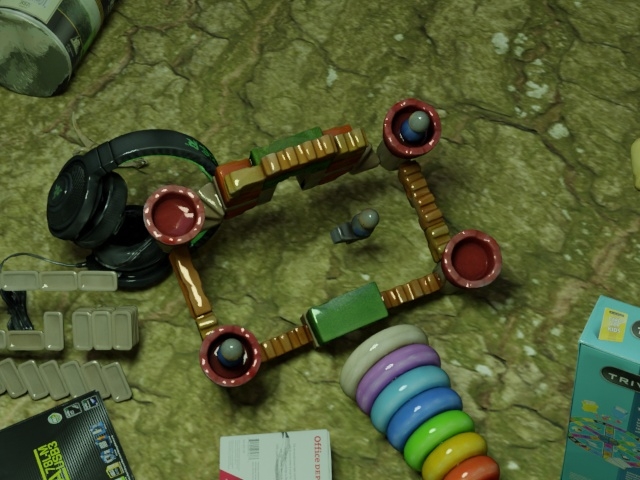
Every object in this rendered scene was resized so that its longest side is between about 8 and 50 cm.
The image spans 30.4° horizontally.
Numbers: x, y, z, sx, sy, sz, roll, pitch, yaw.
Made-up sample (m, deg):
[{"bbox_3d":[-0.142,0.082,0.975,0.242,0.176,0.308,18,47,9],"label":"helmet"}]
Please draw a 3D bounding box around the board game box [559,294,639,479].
[{"bbox_3d":[0.433,0.233,1.425,0.254,0.336,0.079,19,54,21],"label":"board game box"}]

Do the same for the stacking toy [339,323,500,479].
[{"bbox_3d":[0.165,0.270,1.566,0.141,0.141,0.330,-27,56,-16],"label":"stacking toy"}]

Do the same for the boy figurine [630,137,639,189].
[{"bbox_3d":[0.600,-0.069,1.826,0.285,0.092,0.177,29,58,28],"label":"boy figurine"}]

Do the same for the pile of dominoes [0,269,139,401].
[{"bbox_3d":[-0.395,0.137,1.735,0.251,0.196,0.040,0,10,7],"label":"pile of dominoes"}]

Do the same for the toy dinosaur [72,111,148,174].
[{"bbox_3d":[-0.387,-0.150,2.047,0.183,0.053,0.092,29,43,19],"label":"toy dinosaur"}]

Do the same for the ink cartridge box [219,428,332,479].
[{"bbox_3d":[-0.058,0.319,1.587,0.151,0.063,0.109,-4,49,2],"label":"ink cartridge box"}]

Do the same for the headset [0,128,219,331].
[{"bbox_3d":[-0.320,-0.003,1.793,0.394,0.243,0.185,-31,46,8],"label":"headset"}]

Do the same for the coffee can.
[{"bbox_3d":[-0.505,-0.432,2.191,0.202,0.201,0.275,10,52,14],"label":"coffee can"}]

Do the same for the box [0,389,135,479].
[{"bbox_3d":[-0.363,0.320,1.634,0.184,0.045,0.190,-20,50,-13],"label":"box"}]

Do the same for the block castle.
[{"bbox_3d":[0.000,0.000,1.683,0.453,0.213,0.303,-21,82,-11],"label":"block castle"}]
